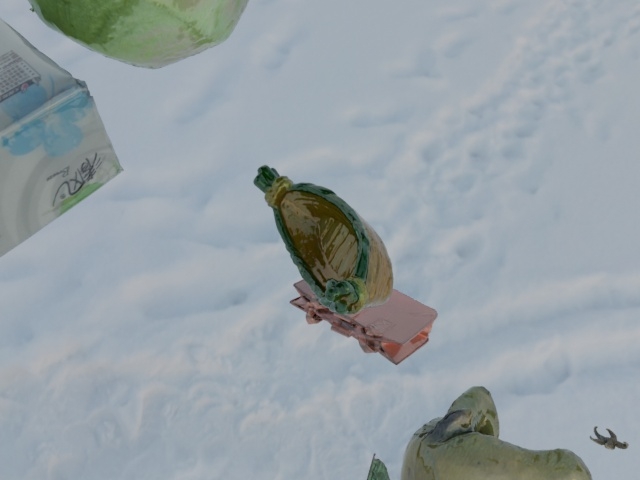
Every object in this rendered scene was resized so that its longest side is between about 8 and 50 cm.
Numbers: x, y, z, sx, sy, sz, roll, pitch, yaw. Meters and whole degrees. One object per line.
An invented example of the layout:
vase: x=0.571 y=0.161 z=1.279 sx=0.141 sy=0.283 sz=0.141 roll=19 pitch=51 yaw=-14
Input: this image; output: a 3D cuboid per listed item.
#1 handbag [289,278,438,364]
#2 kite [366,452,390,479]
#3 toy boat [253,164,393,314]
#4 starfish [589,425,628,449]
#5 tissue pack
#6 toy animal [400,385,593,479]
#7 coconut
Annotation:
handbag: x=0.071 y=0.117 z=1.053 sx=0.212 sy=0.059 sz=0.157 roll=27 pitch=27 yaw=26
kite: x=0.140 y=0.561 z=1.213 sx=0.013 sy=0.268 sz=0.323 roll=40 pitch=9 yaw=-38
toy boat: x=0.000 y=0.000 z=0.618 sx=0.088 sy=0.089 sz=0.229 roll=22 pitch=21 yaw=-35
starfish: x=0.629 y=0.436 z=1.386 sx=0.078 sy=0.028 sz=0.091 roll=6 pitch=6 yaw=28
tissue pack: x=-0.267 y=-0.028 z=0.425 sx=0.229 sy=0.145 sz=0.159 roll=-40 pitch=58 yaw=-22
toy animal: x=0.078 y=0.192 z=0.353 sx=0.101 sy=0.103 sz=0.219 roll=15 pitch=78 yaw=-32
coconut: x=-0.134 y=-0.258 z=0.492 sx=0.204 sy=0.236 sz=0.236 roll=27 pitch=42 yaw=10
